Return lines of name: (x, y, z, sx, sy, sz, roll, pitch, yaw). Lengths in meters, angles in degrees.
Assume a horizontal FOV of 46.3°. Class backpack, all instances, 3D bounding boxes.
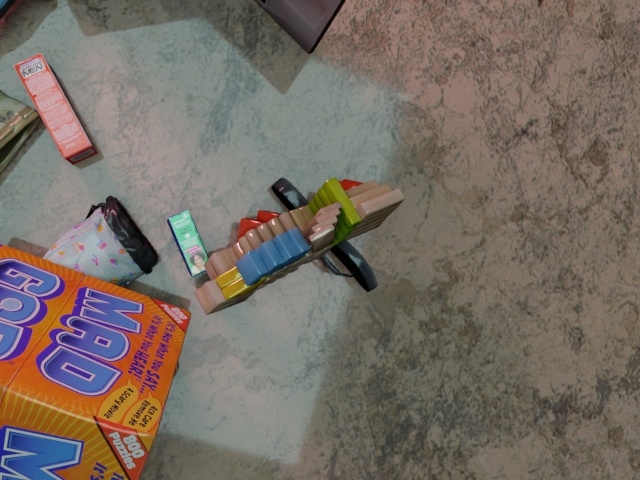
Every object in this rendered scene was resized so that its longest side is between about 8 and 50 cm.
backpack: (-0.379, 0.031, 1.236, 0.182, 0.115, 0.152, -34, 98, -5)

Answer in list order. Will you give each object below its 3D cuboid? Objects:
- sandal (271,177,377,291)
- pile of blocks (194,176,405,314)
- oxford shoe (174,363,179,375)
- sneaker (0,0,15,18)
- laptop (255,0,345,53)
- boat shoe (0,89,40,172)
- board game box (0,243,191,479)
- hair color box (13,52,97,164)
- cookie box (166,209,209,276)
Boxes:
sandal: (0.000, 0.000, 1.317, 0.054, 0.097, 0.254, -44, 86, -9)
pile of blocks: (-0.050, -0.020, 1.193, 0.362, 0.149, 0.112, -29, 77, -9)
oxford shoe: (-0.333, 0.171, 1.264, 0.212, 0.076, 0.076, 31, 86, -7)
sneaker: (-0.561, -0.375, 1.147, 0.341, 0.125, 0.139, -40, 138, -29)
laptop: (-0.201, -0.401, 1.134, 0.408, 0.382, 0.236, 43, 84, -7)
boat shoe: (-0.559, -0.107, 1.210, 0.089, 0.104, 0.285, 26, 85, -6)
board game box: (-0.428, 0.263, 1.053, 0.356, 0.356, 0.356, 21, 107, -9)
hair color box: (-0.435, -0.214, 1.238, 0.053, 0.093, 0.167, -27, 94, -9)
cookie box: (-0.223, 0.005, 1.275, 0.040, 0.092, 0.107, -24, 94, -12)
